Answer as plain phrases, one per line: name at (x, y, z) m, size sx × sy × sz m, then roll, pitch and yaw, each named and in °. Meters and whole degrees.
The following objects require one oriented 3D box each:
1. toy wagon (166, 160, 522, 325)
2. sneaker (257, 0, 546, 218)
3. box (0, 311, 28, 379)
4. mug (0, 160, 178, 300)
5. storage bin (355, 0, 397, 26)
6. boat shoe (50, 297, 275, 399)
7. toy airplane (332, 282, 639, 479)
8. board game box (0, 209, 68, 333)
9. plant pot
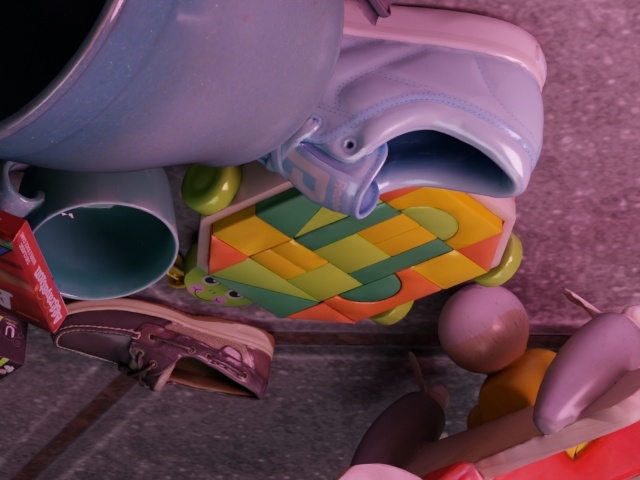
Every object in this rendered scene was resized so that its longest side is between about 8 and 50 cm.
toy wagon at (0.000, 0.000, 1.602) m, size 0.344 × 0.068 × 0.267 m, roll -23°, pitch 141°, yaw 33°
sneaker at (-0.009, -0.094, 1.371) m, size 0.366 × 0.150 × 0.135 m, roll 0°, pitch 147°, yaw 1°
box at (-0.335, 0.105, 1.794) m, size 0.062 × 0.052 × 0.083 m, roll 23°, pitch 143°, yaw -32°
mug at (-0.190, -0.034, 1.511) m, size 0.129 × 0.097 × 0.158 m, roll -16°, pitch 142°, yaw 6°
storage bin at (0.048, -0.218, 1.233) m, size 0.091 × 0.098 × 0.135 m, roll -22°, pitch 143°, yaw 15°
boat shoe at (-0.153, 0.110, 1.777) m, size 0.223 × 0.073 × 0.080 m, roll 10°, pitch 147°, yaw -15°
toy airplane at (0.160, 0.176, 1.694) m, size 0.386 × 0.272 × 0.384 m, roll -20°, pitch 173°, yaw 13°
board game box at (-0.344, -0.018, 1.499) m, size 0.281 × 0.027 × 0.145 m, roll 22°, pitch 154°, yaw 19°
plant pot at (-0.129, -0.160, 1.183) m, size 0.272 × 0.271 × 0.255 m, roll -22°, pitch 156°, yaw 32°
